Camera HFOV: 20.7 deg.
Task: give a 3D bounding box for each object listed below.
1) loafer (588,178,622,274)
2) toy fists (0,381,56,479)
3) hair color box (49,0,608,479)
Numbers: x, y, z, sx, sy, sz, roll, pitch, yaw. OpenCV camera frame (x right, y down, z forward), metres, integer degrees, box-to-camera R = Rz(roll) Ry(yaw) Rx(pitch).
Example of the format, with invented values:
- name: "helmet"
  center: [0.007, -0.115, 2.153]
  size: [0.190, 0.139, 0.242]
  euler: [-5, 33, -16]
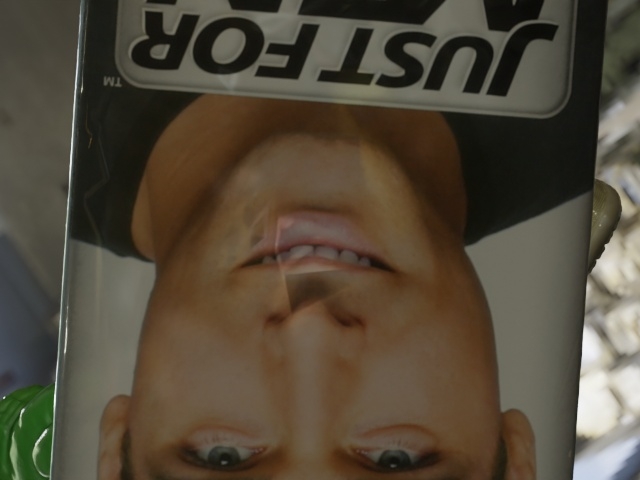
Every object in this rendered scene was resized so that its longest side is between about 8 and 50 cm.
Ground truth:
- name: "loafer"
  center: [0.129, -0.028, 1.259]
  size: [0.102, 0.092, 0.268]
  euler: [-61, 18, 4]
- name: "toy fists"
  center: [-0.124, 0.217, 1.025]
  size: [0.142, 0.279, 0.096]
  euler: [2, 12, 40]
- name: "hair color box"
  center: [0.000, 0.000, 0.654]
  size: [0.185, 0.375, 0.113]
  euler: [4, 2, -5]
